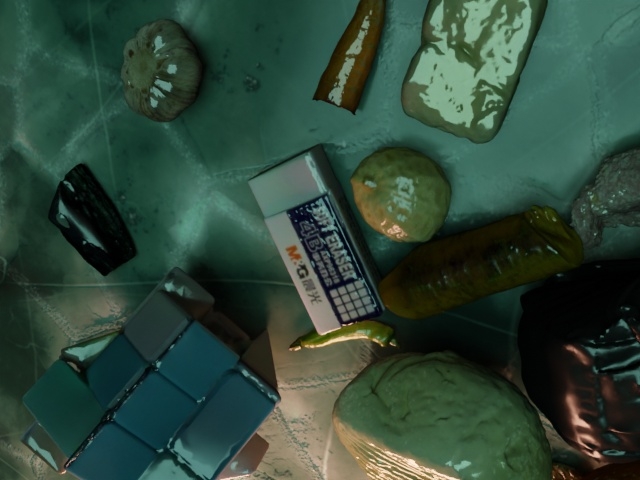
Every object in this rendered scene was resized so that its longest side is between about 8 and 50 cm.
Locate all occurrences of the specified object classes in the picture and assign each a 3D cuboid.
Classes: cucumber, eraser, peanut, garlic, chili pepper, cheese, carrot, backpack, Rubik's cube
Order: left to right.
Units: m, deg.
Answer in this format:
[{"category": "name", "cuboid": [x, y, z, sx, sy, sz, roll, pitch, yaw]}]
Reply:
[{"category": "cucumber", "cuboid": [-0.425, -0.025, 1.249, 0.115, 0.086, 0.193, -31, 103, 20]}, {"category": "garlic", "cuboid": [-0.253, -0.269, 1.112, 0.147, 0.102, 0.159, 5, 96, 28]}, {"category": "Rubik's cube", "cuboid": [-0.249, 0.259, 1.142, 0.358, 0.368, 0.387, 42, 79, 0]}, {"category": "eraser", "cuboid": [0.000, 0.000, 1.130, 0.130, 0.086, 0.287, -22, 100, 21]}, {"category": "chili pepper", "cuboid": [0.039, 0.161, 1.198, 0.208, 0.043, 0.049, -4, 131, 22]}, {"category": "carrot", "cuboid": [0.054, -0.294, 1.037, 0.072, 0.072, 0.205, 24, 109, 8]}, {"category": "peanut", "cuboid": [0.122, -0.071, 1.062, 0.159, 0.109, 0.140, 21, 97, 4]}, {"category": "carrot", "cuboid": [0.226, 0.037, 1.033, 0.302, 0.114, 0.114, -24, 99, 36]}, {"category": "cheese", "cuboid": [0.218, -0.280, 0.983, 0.159, 0.093, 0.263, 20, 109, 5]}, {"category": "backpack", "cuboid": [0.489, 0.108, 0.902, 0.445, 0.363, 0.255, -13, 95, 3]}]

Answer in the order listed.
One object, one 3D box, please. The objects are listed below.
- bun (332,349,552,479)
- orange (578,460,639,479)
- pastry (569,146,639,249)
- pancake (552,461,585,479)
[{"category": "bun", "cuboid": [0.201, 0.301, 1.063, 0.349, 0.227, 0.352, 34, 152, 16]}, {"category": "orange", "cuboid": [0.517, 0.512, 1.016, 0.424, 0.326, 0.424, 4, 121, 6]}, {"category": "pastry", "cuboid": [0.473, -0.079, 0.951, 0.265, 0.112, 0.103, -19, 132, 29]}, {"category": "pancake", "cuboid": [0.405, 0.425, 1.185, 0.108, 0.017, 0.108, 5, 111, 12]}]
